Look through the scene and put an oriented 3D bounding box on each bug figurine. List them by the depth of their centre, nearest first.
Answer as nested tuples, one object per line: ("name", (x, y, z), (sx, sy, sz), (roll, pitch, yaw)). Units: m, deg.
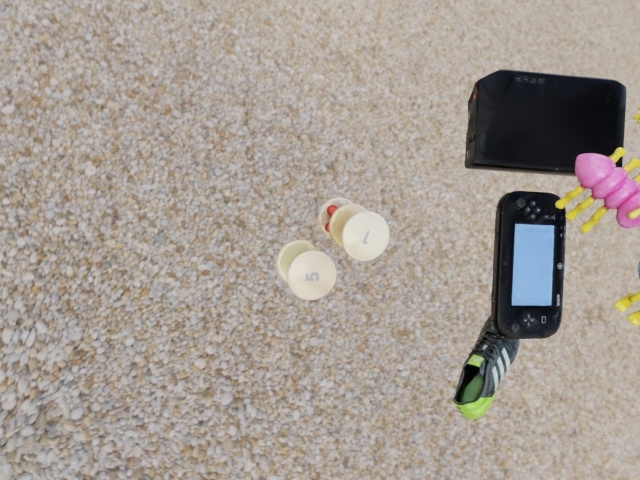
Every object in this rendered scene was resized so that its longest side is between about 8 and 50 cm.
("bug figurine", (0.358, -0.050, 0.455), (0.216, 0.279, 0.072), (45, 10, 20))

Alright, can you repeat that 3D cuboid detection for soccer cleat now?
("soccer cleat", (0.247, 0.176, 0.746), (0.072, 0.060, 0.179), (45, 66, -44))

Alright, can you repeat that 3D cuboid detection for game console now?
("game console", (0.304, -0.046, 0.689), (0.213, 0.044, 0.362), (2, 91, -6))

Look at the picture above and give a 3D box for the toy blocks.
("toy blocks", (0.000, 0.000, 0.580), (0.123, 0.148, 0.054), (-35, 109, -5))
